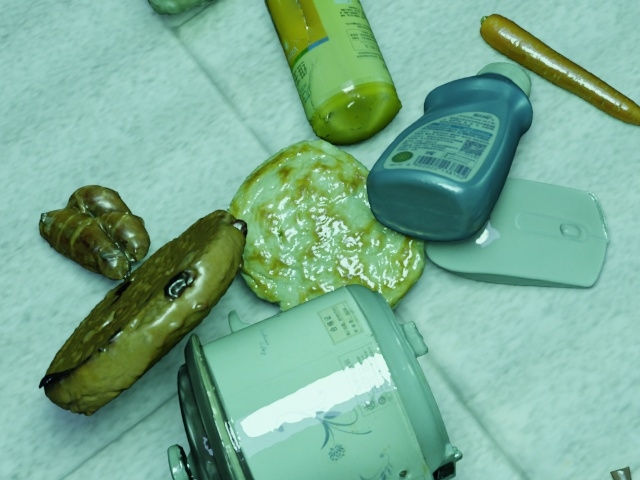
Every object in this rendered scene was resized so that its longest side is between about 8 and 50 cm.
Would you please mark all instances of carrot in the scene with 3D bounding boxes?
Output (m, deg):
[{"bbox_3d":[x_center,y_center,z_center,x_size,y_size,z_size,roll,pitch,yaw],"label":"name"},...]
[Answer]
[{"bbox_3d":[0.305,-0.214,1.476,0.247,0.043,0.043,34,78,13],"label":"carrot"}]

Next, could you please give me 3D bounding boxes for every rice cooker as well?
[{"bbox_3d":[-0.019,0.199,1.253,0.316,0.264,0.317,-3,63,5],"label":"rice cooker"}]

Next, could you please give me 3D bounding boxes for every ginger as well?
[{"bbox_3d":[-0.265,-0.007,1.437,0.162,0.073,0.103,30,63,33],"label":"ginger"}]

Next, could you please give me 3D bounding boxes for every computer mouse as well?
[{"bbox_3d":[0.233,-0.011,1.400,0.230,0.079,0.128,1,74,2],"label":"computer mouse"}]

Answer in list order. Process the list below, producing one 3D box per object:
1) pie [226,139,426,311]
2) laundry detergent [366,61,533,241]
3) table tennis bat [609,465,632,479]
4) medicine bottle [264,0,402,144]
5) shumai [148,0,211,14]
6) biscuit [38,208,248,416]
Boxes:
[{"bbox_3d":[0.000,0.000,1.407,0.248,0.090,0.201,43,88,15],"label":"pie"},{"bbox_3d":[0.171,-0.118,1.391,0.143,0.094,0.290,9,41,28],"label":"laundry detergent"},{"bbox_3d":[0.355,0.324,1.257,0.107,0.119,0.170,-15,73,-1],"label":"table tennis bat"},{"bbox_3d":[0.014,-0.234,1.466,0.124,0.124,0.239,-18,72,-1],"label":"medicine bottle"},{"bbox_3d":[-0.135,-0.418,1.482,0.221,0.225,0.261,-2,56,5],"label":"shumai"},{"bbox_3d":[-0.190,0.083,1.313,0.296,0.296,0.075,-43,104,-9],"label":"biscuit"}]
